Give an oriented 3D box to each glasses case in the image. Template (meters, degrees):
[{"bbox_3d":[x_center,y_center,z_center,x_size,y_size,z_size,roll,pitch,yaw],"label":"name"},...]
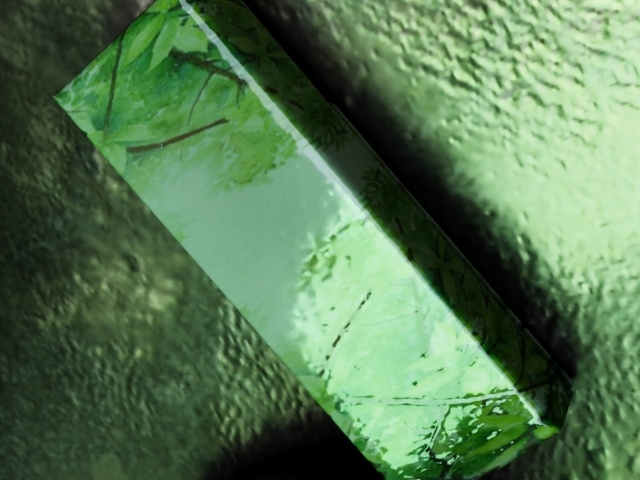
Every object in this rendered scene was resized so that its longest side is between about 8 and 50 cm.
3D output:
[{"bbox_3d":[0.000,0.000,0.810,0.095,0.062,0.272,-37,96,27],"label":"glasses case"}]

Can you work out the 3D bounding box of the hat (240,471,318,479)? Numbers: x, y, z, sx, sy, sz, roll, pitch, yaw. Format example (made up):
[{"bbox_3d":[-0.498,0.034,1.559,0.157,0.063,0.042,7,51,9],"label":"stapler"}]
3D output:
[{"bbox_3d":[0.046,0.265,0.815,0.209,0.336,0.238,16,102,-24],"label":"hat"}]
